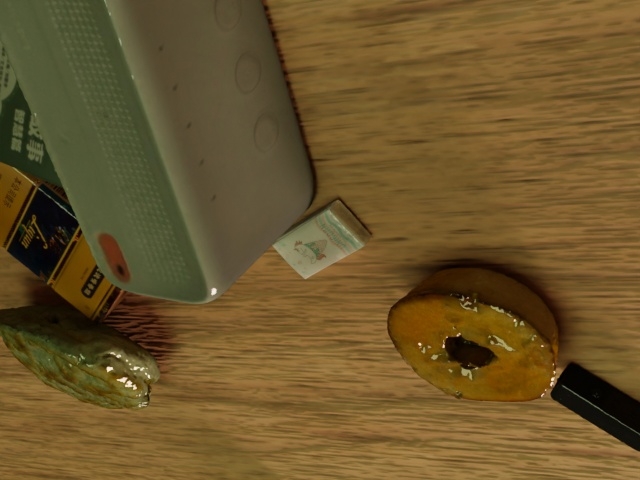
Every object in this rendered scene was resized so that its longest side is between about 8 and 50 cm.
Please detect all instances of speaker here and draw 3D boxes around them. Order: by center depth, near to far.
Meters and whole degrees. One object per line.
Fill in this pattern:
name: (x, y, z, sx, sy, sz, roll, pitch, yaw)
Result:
speaker: (-0.158, -0.144, 1.322, 0.183, 0.184, 0.406, 6, 130, 31)

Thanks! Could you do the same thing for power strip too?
power strip: (0.285, 0.166, 1.400, 0.111, 0.038, 0.029, 31, 138, 7)

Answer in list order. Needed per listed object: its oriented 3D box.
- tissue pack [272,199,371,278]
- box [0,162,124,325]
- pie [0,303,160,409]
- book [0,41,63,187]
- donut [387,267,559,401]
tissue pack: (0.000, 0.000, 1.463, 0.056, 0.023, 0.108, 47, 140, -10)
box: (-0.310, -0.026, 1.634, 0.237, 0.070, 0.152, 41, 140, 0)
pie: (-0.300, 0.142, 1.746, 0.248, 0.090, 0.201, 10, 154, 43)
book: (-0.357, -0.189, 1.500, 0.264, 0.027, 0.202, 22, 117, 18)
donut: (0.160, 0.092, 1.405, 0.178, 0.065, 0.162, 3, 133, 33)
